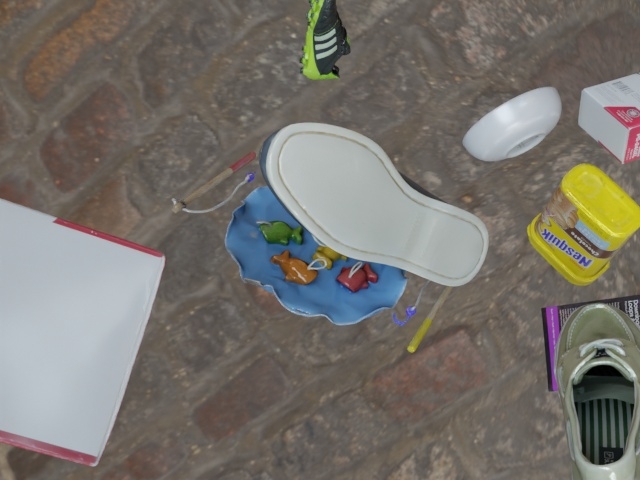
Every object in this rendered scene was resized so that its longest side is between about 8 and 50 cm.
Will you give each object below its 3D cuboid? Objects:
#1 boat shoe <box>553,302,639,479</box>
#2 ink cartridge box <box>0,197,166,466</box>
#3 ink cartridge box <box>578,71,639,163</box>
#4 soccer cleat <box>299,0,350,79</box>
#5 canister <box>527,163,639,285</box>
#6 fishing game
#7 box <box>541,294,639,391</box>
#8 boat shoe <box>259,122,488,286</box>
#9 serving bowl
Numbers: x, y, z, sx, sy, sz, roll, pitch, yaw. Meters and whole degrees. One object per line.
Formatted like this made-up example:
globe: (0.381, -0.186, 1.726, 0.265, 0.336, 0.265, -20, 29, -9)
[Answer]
boat shoe: (0.288, 0.148, 0.869, 0.109, 0.302, 0.094, -7, 122, 15)
ink cartridge box: (-0.184, 0.060, 0.553, 0.128, 0.176, 0.127, 18, 76, -12)
ink cartridge box: (0.446, -0.175, 1.188, 0.150, 0.109, 0.063, -17, 132, -12)
soccer cleat: (0.013, -0.315, 1.318, 0.072, 0.179, 0.060, 2, 53, -9)
canister: (0.371, -0.021, 1.240, 0.073, 0.170, 0.126, -37, 72, -17)
fishing game: (0.000, 0.000, 0.824, 0.264, 0.189, 0.041, 33, 131, 14)
box: (0.373, 0.137, 1.160, 0.162, 0.029, 0.116, -14, 73, 45)
boat shoe: (0.040, -0.032, 0.736, 0.079, 0.254, 0.095, 22, 93, 50)
serving bowl: (0.155, -0.086, 0.691, 0.083, 0.083, 0.027, -33, 74, 20)
